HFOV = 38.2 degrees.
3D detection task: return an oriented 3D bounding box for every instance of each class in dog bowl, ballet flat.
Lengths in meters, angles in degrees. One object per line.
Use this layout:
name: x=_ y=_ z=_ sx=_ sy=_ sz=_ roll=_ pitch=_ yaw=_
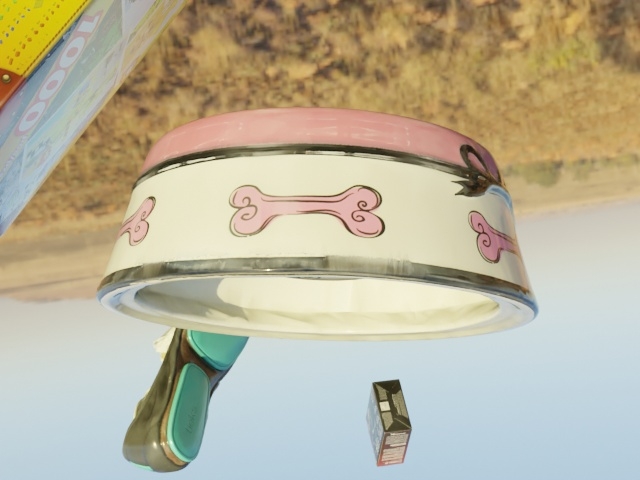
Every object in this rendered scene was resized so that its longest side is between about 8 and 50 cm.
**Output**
dog bowl: x=0.000 y=0.000 z=0.887 sx=0.408 sy=0.150 sz=0.408 roll=2 pitch=167 yaw=0
ballet flat: x=-0.161 y=0.150 z=1.087 sx=0.096 sy=0.095 sz=0.280 roll=-18 pitch=-150 yaw=30

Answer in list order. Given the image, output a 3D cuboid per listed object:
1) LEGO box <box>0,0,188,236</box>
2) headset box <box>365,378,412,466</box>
LEGO box: x=-0.295 y=-0.295 z=1.046 sx=0.193 sy=0.500 sz=0.372 roll=34 pitch=158 yaw=-5
headset box: x=0.071 y=0.197 z=0.983 sx=0.032 sy=0.062 sz=0.083 roll=-6 pitch=139 yaw=-8
